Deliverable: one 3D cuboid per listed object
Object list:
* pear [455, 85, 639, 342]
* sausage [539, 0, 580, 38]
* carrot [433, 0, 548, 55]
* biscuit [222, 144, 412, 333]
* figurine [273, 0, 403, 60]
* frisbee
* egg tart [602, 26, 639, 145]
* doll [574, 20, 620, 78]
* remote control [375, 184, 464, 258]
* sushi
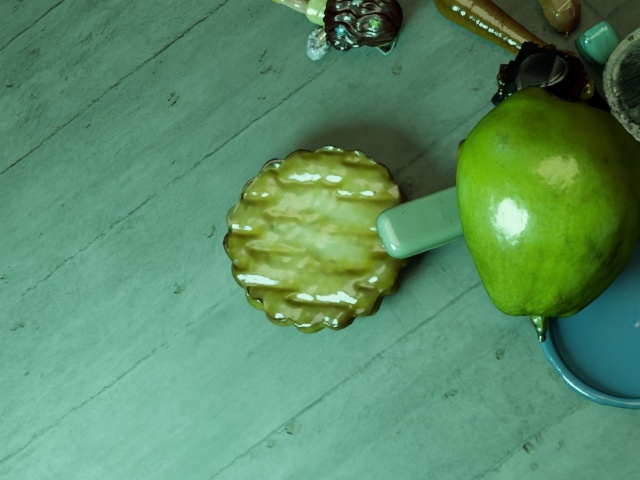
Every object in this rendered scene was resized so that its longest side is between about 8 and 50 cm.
[{"bbox_3d":[0.337,-0.035,1.481,0.287,0.287,0.375,6,98,18],"label":"pear"},{"bbox_3d":[0.402,-0.429,1.736,0.065,0.065,0.169,-21,66,9],"label":"sausage"},{"bbox_3d":[0.314,-0.363,1.747,0.336,0.069,0.069,37,86,17],"label":"carrot"},{"bbox_3d":[0.000,0.000,1.695,0.326,0.107,0.325,-4,73,12],"label":"biscuit"},{"bbox_3d":[0.034,-0.413,1.810,0.240,0.116,0.174,20,79,22],"label":"figurine"},{"bbox_3d":[0.479,0.119,1.541,0.290,0.049,0.289,-9,66,21],"label":"frisbee"},{"bbox_3d":[0.535,-0.230,1.480,0.234,0.094,0.234,0,73,2],"label":"egg tart"},{"bbox_3d":[0.470,-0.273,1.606,0.059,0.159,0.158,-33,99,10],"label":"doll"},{"bbox_3d":[0.240,-0.054,1.623,0.310,0.038,0.090,-20,76,-11],"label":"remote control"},{"bbox_3d":[0.364,-0.240,1.637,0.153,0.150,0.172,-42,66,1],"label":"sushi"}]
